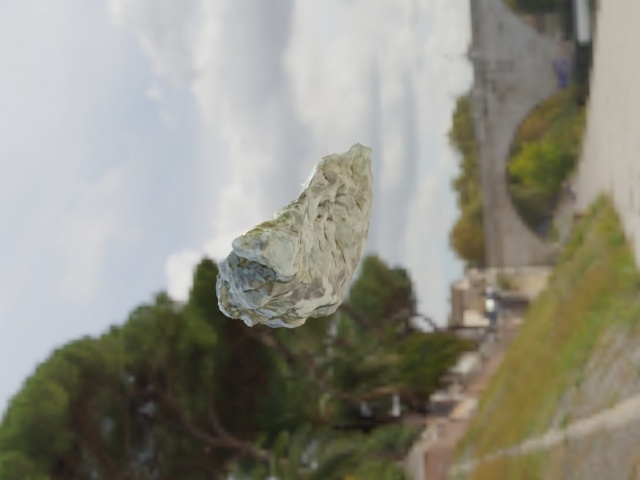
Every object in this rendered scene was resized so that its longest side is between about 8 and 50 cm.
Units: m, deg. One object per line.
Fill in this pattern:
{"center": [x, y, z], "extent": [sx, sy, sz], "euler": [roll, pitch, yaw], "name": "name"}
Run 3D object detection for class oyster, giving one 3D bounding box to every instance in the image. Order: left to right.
{"center": [0.000, -0.001, 0.596], "extent": [0.100, 0.037, 0.098], "euler": [-46, -20, -30], "name": "oyster"}
